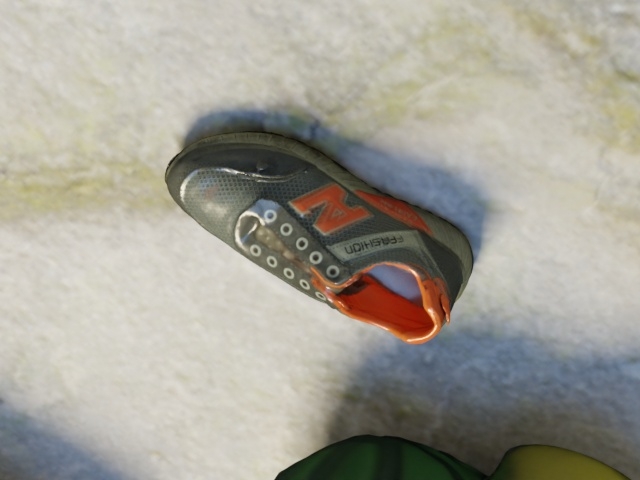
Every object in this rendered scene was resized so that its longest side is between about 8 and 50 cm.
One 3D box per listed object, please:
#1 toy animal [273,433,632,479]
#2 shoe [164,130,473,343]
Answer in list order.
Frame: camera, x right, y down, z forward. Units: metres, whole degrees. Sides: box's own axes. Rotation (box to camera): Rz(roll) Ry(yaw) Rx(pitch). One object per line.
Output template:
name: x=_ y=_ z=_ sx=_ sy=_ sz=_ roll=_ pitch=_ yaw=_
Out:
toy animal: x=0.117 y=0.220 z=1.094 sx=0.338 sy=0.191 sz=0.216 roll=16 pitch=166 yaw=7
shoe: x=-0.002 y=-0.001 z=1.037 sx=0.194 sy=0.077 sz=0.074 roll=24 pitch=122 yaw=-7
